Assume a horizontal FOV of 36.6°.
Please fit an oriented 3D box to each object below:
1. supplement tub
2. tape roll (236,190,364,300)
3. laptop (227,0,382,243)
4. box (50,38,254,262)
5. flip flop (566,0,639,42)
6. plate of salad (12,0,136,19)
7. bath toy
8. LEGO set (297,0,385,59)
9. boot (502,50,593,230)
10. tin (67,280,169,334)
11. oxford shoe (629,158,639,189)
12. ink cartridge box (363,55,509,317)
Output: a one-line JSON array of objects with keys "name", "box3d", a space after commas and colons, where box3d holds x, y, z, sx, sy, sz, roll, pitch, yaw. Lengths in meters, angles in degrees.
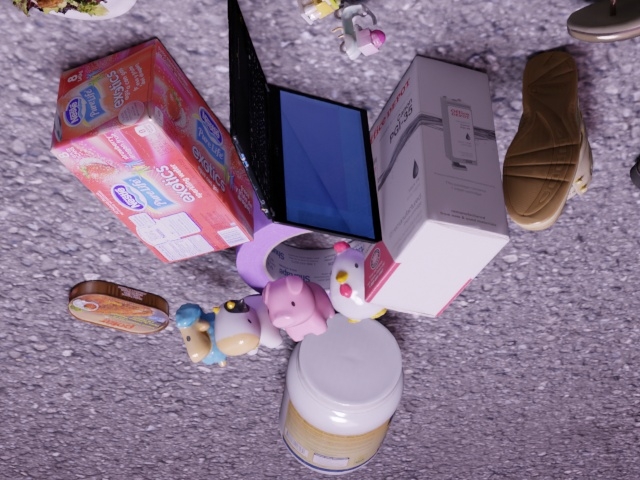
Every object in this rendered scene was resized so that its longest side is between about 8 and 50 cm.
[{"name": "supplement tub", "box3d": [0.039, 0.301, 1.896, 0.228, 0.228, 0.316, 1, 146, -7]}, {"name": "tape roll", "box3d": [0.000, 0.000, 1.570, 0.274, 0.090, 0.275, -3, 146, -2]}, {"name": "laptop", "box3d": [-0.018, -0.148, 1.216, 0.136, 0.234, 0.264, -10, 145, 7]}, {"name": "box", "box3d": [-0.220, -0.111, 1.333, 0.154, 0.142, 0.300, -15, 144, 17]}, {"name": "flip flop", "box3d": [0.419, -0.317, 1.138, 0.277, 0.112, 0.080, -22, 116, 29]}, {"name": "plate of salad", "box3d": [-0.306, -0.300, 1.091, 0.199, 0.048, 0.200, 9, 159, 3]}, {"name": "bath toy", "box3d": [-0.056, 0.101, 1.533, 0.348, 0.151, 0.129, -20, 108, 23]}, {"name": "LEGO set", "box3d": [0.002, -0.309, 1.071, 0.107, 0.132, 0.287, -26, 163, 20]}, {"name": "boot", "box3d": [0.314, -0.095, 1.314, 0.095, 0.262, 0.203, -1, 151, 21]}, {"name": "tin", "box3d": [-0.367, 0.124, 1.765, 0.189, 0.040, 0.106, 19, 136, -30]}, {"name": "oxford shoe", "box3d": [0.599, -0.109, 1.474, 0.227, 0.083, 0.096, 3, 141, -12]}, {"name": "ink cartridge box", "box3d": [0.144, -0.072, 1.304, 0.117, 0.283, 0.207, 12, 143, -16]}]
